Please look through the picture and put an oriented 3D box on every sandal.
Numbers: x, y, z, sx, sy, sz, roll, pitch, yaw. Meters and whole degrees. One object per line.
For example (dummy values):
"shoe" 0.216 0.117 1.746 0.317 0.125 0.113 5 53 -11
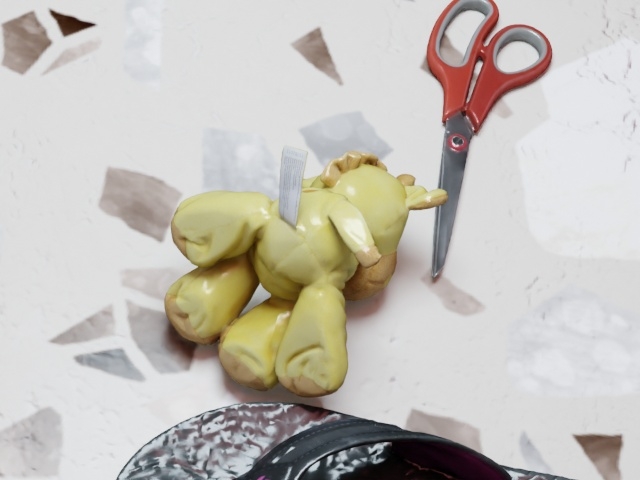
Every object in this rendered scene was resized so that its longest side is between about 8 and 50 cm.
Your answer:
"sandal" 0.070 0.197 1.196 0.446 0.107 0.167 9 58 -2

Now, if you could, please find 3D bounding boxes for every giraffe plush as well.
"giraffe plush" 0.000 0.000 1.289 0.181 0.210 0.170 36 32 18

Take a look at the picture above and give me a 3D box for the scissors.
"scissors" 0.112 -0.099 1.437 0.109 0.021 0.297 26 60 5
